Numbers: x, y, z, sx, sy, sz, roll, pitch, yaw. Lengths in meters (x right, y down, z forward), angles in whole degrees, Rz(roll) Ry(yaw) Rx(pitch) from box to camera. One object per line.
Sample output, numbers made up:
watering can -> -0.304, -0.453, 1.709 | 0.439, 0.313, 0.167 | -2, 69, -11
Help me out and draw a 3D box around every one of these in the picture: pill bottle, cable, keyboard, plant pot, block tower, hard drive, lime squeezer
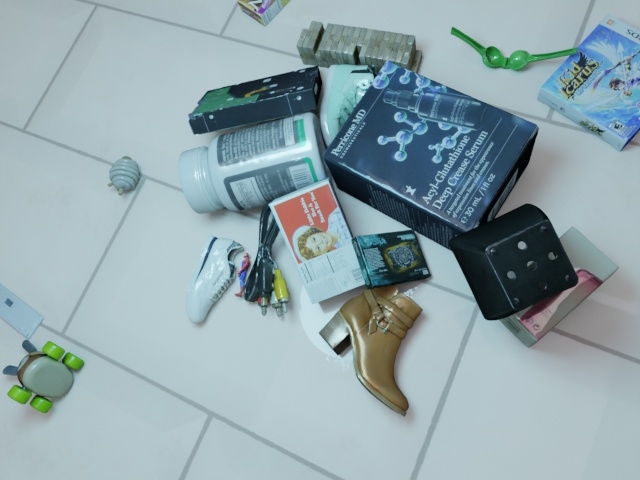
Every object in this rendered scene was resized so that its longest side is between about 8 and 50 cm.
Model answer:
pill bottle -> -0.166, -0.191, 1.414 | 0.361, 0.204, 0.204 | -12, 70, 9
cable -> -0.132, 0.050, 1.390 | 0.139, 0.072, 0.287 | -12, 70, 46
keyboard -> -0.899, 0.187, 1.569 | 0.256, 0.014, 0.072 | 29, 76, 19
plant pot -> 0.380, 0.043, 1.046 | 0.187, 0.167, 0.188 | -25, 87, 4
block tower -> 0.108, -0.526, 1.517 | 0.335, 0.097, 0.091 | 15, 78, 16
hard drive -> -0.169, -0.381, 1.483 | 0.338, 0.064, 0.237 | -9, 30, 9
lime squeezer -> 0.488, -0.489, 1.411 | 0.310, 0.110, 0.059 | 15, 59, 13

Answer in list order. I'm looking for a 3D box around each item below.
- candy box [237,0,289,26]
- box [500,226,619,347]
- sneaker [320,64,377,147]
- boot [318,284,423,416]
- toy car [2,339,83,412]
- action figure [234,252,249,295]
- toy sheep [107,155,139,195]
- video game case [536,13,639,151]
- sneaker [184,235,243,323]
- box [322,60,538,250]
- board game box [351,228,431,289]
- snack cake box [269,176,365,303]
candy box -> -0.151, -0.759, 1.673 | 0.109, 0.053, 0.187 | 41, 84, 21
box -> 0.501, 0.107, 1.194 | 0.232, 0.148, 0.127 | -41, 69, -1
sneaker -> 0.087, -0.361, 1.459 | 0.151, 0.094, 0.256 | 1, 75, 21
boot -> 0.159, 0.238, 1.268 | 0.220, 0.109, 0.283 | -41, 61, -6
toy car -> -0.753, 0.330, 1.429 | 0.188, 0.149, 0.155 | 19, 65, 30
action figure -> -0.204, 0.087, 1.424 | 0.030, 0.038, 0.115 | 13, 76, -1
toy sheep -> -0.565, -0.186, 1.570 | 0.091, 0.091, 0.132 | -7, 66, 11
video game case -> 0.725, -0.394, 1.349 | 0.244, 0.061, 0.269 | 41, 86, 22
sneaker -> -0.277, 0.103, 1.414 | 0.094, 0.090, 0.235 | 14, 78, 7
box -> 0.258, -0.192, 1.313 | 0.395, 0.212, 0.294 | 30, 82, 21
board game box -> 0.168, 0.041, 1.291 | 0.186, 0.026, 0.126 | -6, 71, -34
snack cake box -> 0.000, 0.000, 1.313 | 0.152, 0.089, 0.264 | -21, 101, 7
